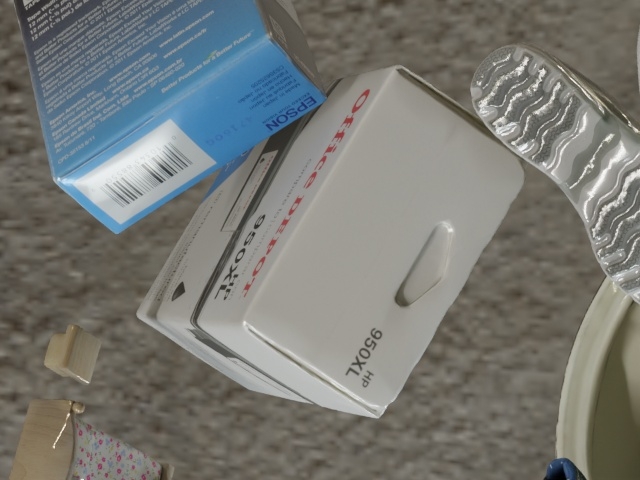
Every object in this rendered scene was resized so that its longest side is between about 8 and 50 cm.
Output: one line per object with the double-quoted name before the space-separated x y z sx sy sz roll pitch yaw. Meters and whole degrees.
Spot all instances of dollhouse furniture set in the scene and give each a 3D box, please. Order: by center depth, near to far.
"dollhouse furniture set" -0.152 0.302 1.915 0.303 0.173 0.356 39 56 -50

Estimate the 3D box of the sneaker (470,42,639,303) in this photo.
"sneaker" 0.247 -0.057 1.578 0.281 0.105 0.115 51 26 3

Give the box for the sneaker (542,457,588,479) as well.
"sneaker" 0.150 0.212 1.450 0.135 0.052 0.058 -43 119 -29

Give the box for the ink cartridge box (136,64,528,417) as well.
"ink cartridge box" 0.000 0.000 1.907 0.166 0.395 0.285 33 79 -16

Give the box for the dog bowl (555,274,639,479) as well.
"dog bowl" 0.400 0.154 1.768 0.150 0.408 0.408 19 78 -31

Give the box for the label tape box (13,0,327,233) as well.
"label tape box" -0.159 -0.211 1.899 0.115 0.249 0.348 44 20 -43

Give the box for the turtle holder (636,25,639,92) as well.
"turtle holder" 0.371 -0.117 1.429 0.320 0.243 0.227 -5 59 -35
